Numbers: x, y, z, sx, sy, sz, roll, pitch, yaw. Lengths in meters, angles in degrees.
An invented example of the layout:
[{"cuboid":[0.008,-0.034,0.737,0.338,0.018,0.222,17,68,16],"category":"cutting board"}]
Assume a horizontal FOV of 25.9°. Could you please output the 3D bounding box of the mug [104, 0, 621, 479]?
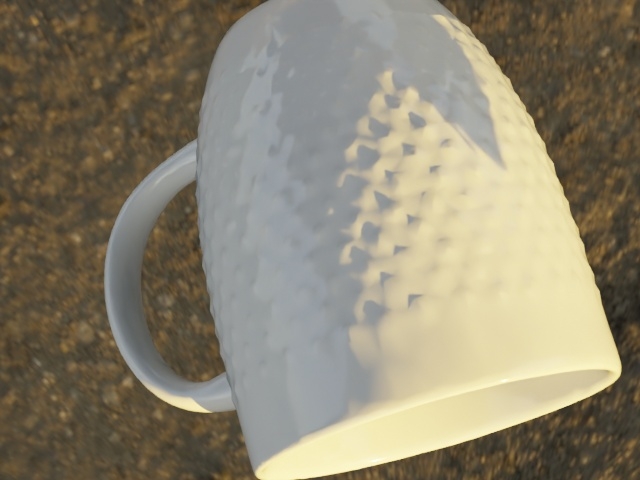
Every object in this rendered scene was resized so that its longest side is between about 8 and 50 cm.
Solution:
[{"cuboid":[0.000,0.000,1.058,0.374,0.276,0.328,-21,73,19],"category":"mug"}]
